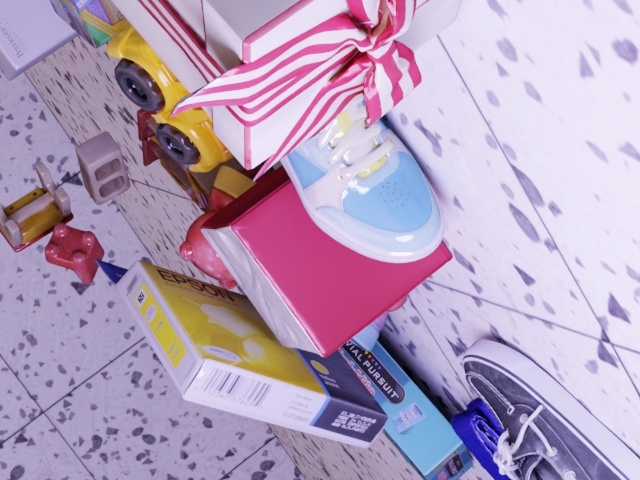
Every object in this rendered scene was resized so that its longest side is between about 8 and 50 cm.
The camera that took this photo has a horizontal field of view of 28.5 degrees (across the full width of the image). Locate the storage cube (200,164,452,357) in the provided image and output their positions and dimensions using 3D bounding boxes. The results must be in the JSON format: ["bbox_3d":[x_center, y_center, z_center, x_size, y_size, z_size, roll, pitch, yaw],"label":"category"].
[{"bbox_3d":[0.000,0.000,1.472,0.215,0.193,0.184,54,166,-10],"label":"storage cube"}]

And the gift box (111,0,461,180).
[{"bbox_3d":[-0.041,-0.207,0.941,0.258,0.276,0.255,49,171,13],"label":"gift box"}]

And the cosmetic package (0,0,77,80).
[{"bbox_3d":[-0.424,-0.391,1.836,0.224,0.225,0.138,55,167,-10],"label":"cosmetic package"}]

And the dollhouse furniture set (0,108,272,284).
[{"bbox_3d":[-0.274,-0.055,1.873,0.201,0.374,0.152,50,162,21],"label":"dollhouse furniture set"}]

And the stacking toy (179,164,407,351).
[{"bbox_3d":[-0.054,0.041,1.697,0.309,0.130,0.279,36,174,-11],"label":"stacking toy"}]

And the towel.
[{"bbox_3d":[0.284,0.329,1.596,0.308,0.076,0.227,51,166,9],"label":"towel"}]

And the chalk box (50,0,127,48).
[{"bbox_3d":[-0.313,-0.391,1.672,0.132,0.132,0.213,43,162,40],"label":"chalk box"}]

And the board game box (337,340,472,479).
[{"bbox_3d":[0.086,0.218,1.899,0.336,0.079,0.254,48,175,19],"label":"board game box"}]

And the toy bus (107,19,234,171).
[{"bbox_3d":[-0.119,-0.193,1.546,0.211,0.149,0.220,10,140,48],"label":"toy bus"}]

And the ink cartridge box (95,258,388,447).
[{"bbox_3d":[-0.099,0.120,1.590,0.304,0.072,0.307,21,-159,-39],"label":"ink cartridge box"}]

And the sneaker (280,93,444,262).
[{"bbox_3d":[0.009,-0.126,1.273,0.319,0.127,0.208,48,167,17],"label":"sneaker"}]

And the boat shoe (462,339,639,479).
[{"bbox_3d":[0.247,0.230,1.409,0.306,0.105,0.113,44,164,34],"label":"boat shoe"}]
